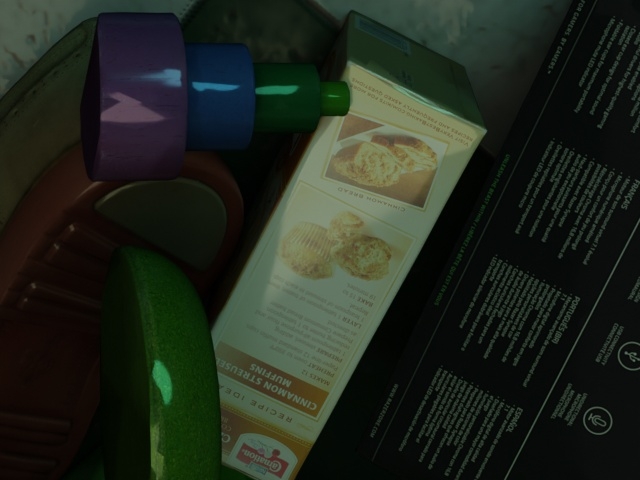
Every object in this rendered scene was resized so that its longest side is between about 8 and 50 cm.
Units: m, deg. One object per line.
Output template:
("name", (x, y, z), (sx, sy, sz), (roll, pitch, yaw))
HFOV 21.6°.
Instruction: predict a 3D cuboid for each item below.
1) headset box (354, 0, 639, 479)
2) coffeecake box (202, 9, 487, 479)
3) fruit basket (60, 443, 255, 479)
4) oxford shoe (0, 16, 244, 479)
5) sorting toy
("headset box", (0.201, 0.043, 0.750), (0.283, 0.131, 0.246), (27, 108, 11))
("coffeecake box", (0.000, 0.000, 0.773), (0.068, 0.142, 0.185), (26, 105, -7))
("fruit basket", (0.013, 0.252, 0.776), (0.392, 0.283, 0.392), (5, 116, 11))
("oxford shoe", (-0.170, 0.041, 0.815), (0.348, 0.130, 0.123), (-43, 139, 23))
("sorting toy", (-0.014, 0.087, 0.620), (0.126, 0.127, 0.366), (-1, 73, -15))
